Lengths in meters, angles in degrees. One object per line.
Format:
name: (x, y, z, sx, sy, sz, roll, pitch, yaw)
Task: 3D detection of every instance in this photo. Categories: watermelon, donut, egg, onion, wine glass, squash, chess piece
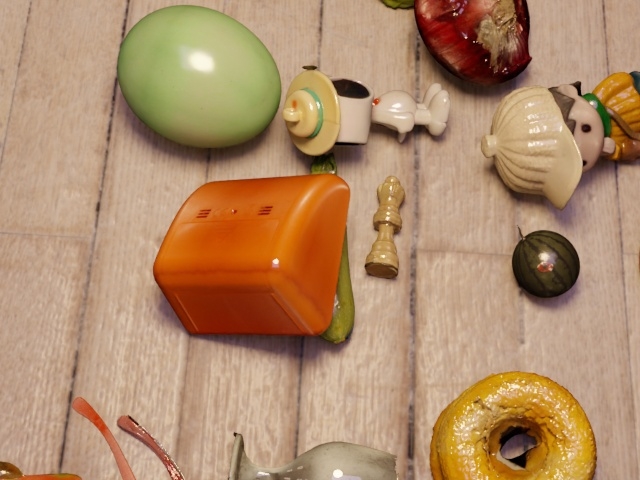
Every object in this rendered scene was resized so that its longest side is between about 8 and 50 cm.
watermelon: (0.350, 0.027, 1.548, 0.105, 0.105, 0.133, -39, 95, -17)
donut: (0.287, 0.313, 1.438, 0.253, 0.118, 0.254, -2, 78, 8)
egg: (-0.194, -0.262, 1.576, 0.269, 0.220, 0.220, 20, 68, -6)
onion: (0.247, -0.392, 1.677, 0.195, 0.272, 0.272, -12, 61, 39)
wine glass: (-0.012, 0.345, 1.396, 0.241, 0.126, 0.126, 5, 68, 2)
squash: (0.000, 0.000, 1.554, 0.094, 0.094, 0.341, -3, 69, -4)
chess piece: (0.109, -0.027, 1.589, 0.060, 0.060, 0.172, 9, 66, 1)

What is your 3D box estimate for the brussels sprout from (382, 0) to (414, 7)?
brussels sprout: (0.159, -0.502, 1.744, 0.151, 0.122, 0.149, -42, 79, -16)

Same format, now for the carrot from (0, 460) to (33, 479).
carrot: (-0.552, 0.338, 1.399, 0.298, 0.078, 0.078, 3, 68, -5)

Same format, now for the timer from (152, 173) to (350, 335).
timer: (-0.100, 0.000, 1.488, 0.257, 0.161, 0.250, -2, 50, 26)

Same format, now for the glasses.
glasses: (-0.219, 0.325, 1.336, 0.118, 0.234, 0.268, -29, 69, 3)

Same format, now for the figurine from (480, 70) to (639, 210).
figurine: (0.423, -0.190, 1.625, 0.332, 0.185, 0.204, -31, 39, -33)

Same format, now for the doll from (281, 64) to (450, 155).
doll: (0.078, -0.217, 1.594, 0.271, 0.144, 0.208, 7, 23, 1)

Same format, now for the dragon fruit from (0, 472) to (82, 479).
dragon fruit: (-0.377, 0.445, 1.298, 0.290, 0.189, 0.291, 1, 69, -3)

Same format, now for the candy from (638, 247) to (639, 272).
candy: (0.639, 0.030, 1.573, 0.255, 0.094, 0.255, 1, 68, -3)
